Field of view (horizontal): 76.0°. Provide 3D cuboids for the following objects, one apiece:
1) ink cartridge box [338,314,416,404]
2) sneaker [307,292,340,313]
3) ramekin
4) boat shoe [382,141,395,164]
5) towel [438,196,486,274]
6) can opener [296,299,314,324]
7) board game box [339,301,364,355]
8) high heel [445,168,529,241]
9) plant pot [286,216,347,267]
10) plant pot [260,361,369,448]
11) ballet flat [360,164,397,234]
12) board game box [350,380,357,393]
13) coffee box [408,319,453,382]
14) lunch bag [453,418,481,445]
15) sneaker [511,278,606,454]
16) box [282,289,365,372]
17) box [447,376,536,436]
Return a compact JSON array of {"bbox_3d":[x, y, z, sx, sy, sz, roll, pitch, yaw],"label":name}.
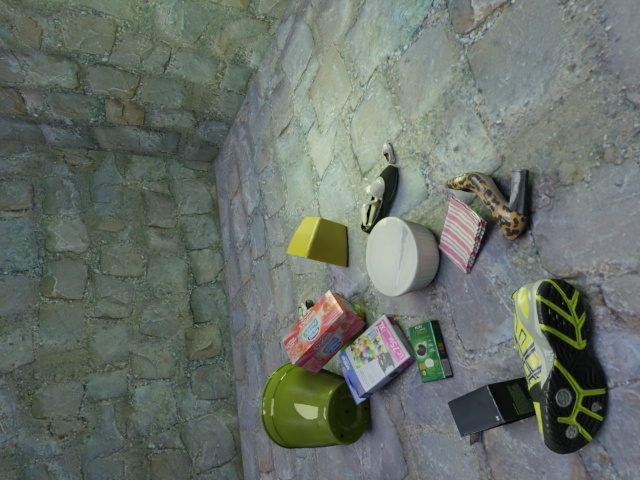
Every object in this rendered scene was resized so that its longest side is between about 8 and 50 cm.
[{"bbox_3d":[0.186,0.440,1.502,0.311,0.065,0.185,-49,47,22],"label":"ink cartridge box"},{"bbox_3d":[0.023,0.304,1.907,0.258,0.094,0.091,-27,47,53],"label":"sneaker"},{"bbox_3d":[0.282,0.055,1.390,0.273,0.127,0.272,-6,83,61],"label":"ramekin"},{"bbox_3d":[0.253,-0.332,1.552,0.035,0.035,0.100,-45,51,52],"label":"boat shoe"},{"bbox_3d":[0.411,-0.014,1.214,0.144,0.029,0.196,-124,29,-48],"label":"towel"},{"bbox_3d":[-0.075,0.433,2.078,0.074,0.093,0.280,-132,41,-53],"label":"can opener"},{"bbox_3d":[0.133,0.392,1.739,0.124,0.039,0.259,10,99,60],"label":"board game box"},{"bbox_3d":[0.446,-0.096,1.138,0.261,0.093,0.186,7,95,57],"label":"high heel"},{"bbox_3d":[0.000,0.000,1.842,0.212,0.212,0.187,7,82,61],"label":"plant pot"},{"bbox_3d":[0.001,0.690,1.696,0.353,0.367,0.366,-18,73,47],"label":"plant pot"},{"bbox_3d":[0.214,-0.150,1.552,0.095,0.096,0.280,39,122,56],"label":"ballet flat"},{"bbox_3d":[0.160,0.523,1.614,0.026,0.104,0.154,-58,42,43],"label":"board game box"},{"bbox_3d":[0.356,0.360,1.332,0.113,0.041,0.184,-42,53,52],"label":"coffee box"},{"bbox_3d":[0.427,0.533,1.186,0.071,0.053,0.083,19,115,62],"label":"lunch bag"},{"bbox_3d":[0.536,0.282,0.949,0.147,0.145,0.384,136,134,-79],"label":"sneaker"},{"bbox_3d":[0.011,0.372,1.657,0.300,0.154,0.142,-47,39,10],"label":"box"},{"bbox_3d":[0.445,0.425,1.047,0.156,0.159,0.093,-54,44,45],"label":"box"}]
